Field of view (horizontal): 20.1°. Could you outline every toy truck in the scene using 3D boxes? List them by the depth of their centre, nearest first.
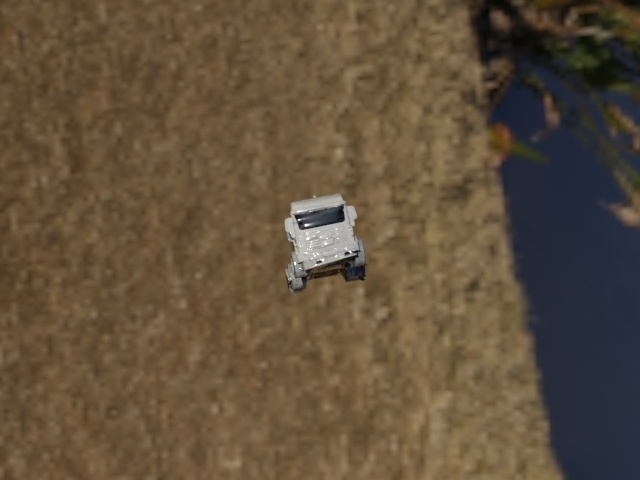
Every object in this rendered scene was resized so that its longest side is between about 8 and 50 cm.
[{"bbox_3d":[0.000,0.000,0.899,0.083,0.039,0.044,97,-19,-80],"label":"toy truck"}]
